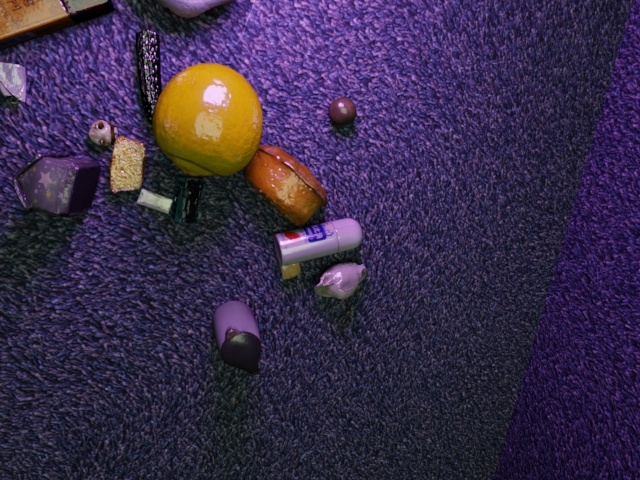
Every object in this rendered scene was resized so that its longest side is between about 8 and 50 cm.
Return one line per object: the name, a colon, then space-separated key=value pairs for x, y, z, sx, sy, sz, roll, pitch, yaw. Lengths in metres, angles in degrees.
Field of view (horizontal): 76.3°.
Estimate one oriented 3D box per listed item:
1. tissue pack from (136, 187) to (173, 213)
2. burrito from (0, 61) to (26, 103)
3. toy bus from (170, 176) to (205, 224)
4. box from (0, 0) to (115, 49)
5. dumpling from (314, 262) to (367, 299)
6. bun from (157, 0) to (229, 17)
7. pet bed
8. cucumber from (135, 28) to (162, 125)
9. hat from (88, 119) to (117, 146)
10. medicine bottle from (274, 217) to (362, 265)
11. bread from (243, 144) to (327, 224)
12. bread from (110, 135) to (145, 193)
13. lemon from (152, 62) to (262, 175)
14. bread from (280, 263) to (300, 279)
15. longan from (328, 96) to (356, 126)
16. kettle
tissue pack: x=-0.570 y=-0.135 z=1.403 sx=0.108 sy=0.023 sz=0.056 roll=19 pitch=99 yaw=-23
burrito: x=-0.898 y=-0.459 z=1.184 sx=0.075 sy=0.044 sz=0.118 roll=-4 pitch=105 yaw=-21
toy bus: x=-0.458 y=-0.142 z=1.401 sx=0.079 sy=0.092 sz=0.160 roll=-2 pitch=110 yaw=-49
box: x=-0.819 y=-0.702 z=1.099 sx=0.416 sy=0.116 sz=0.264 roll=-25 pitch=111 yaw=-9
dumpling: x=0.086 y=0.181 z=1.680 sx=0.248 sy=0.142 sz=0.172 roll=-13 pitch=145 yaw=-21
bun: x=-0.385 y=-0.833 z=1.163 sx=0.355 sy=0.194 sz=0.353 roll=-6 pitch=111 yaw=-16
pet bed: x=-0.787 y=-0.172 z=1.220 sx=0.160 sy=0.211 sz=0.183 roll=17 pitch=101 yaw=-13
cucumber: x=-0.531 y=-0.495 z=1.282 sx=0.072 sy=0.072 sz=0.299 roll=-4 pitch=107 yaw=-18
hat: x=-0.689 y=-0.336 z=1.285 sx=0.076 sy=0.059 sz=0.077 roll=21 pitch=103 yaw=-18
medicine bottle: x=0.000 y=0.000 z=1.578 sx=0.342 sy=0.130 sz=0.130 roll=-12 pitch=110 yaw=-15
bread: x=-0.115 y=-0.189 z=1.456 sx=0.194 sy=0.179 sz=0.340 roll=-46 pitch=114 yaw=0
bread: x=-0.628 y=-0.244 z=1.330 sx=0.103 sy=0.065 sz=0.187 roll=4 pitch=103 yaw=-21
lemon: x=-0.339 y=-0.362 z=1.254 sx=0.349 sy=0.348 sz=0.347 roll=-5 pitch=108 yaw=-17
bread: x=-0.120 y=0.112 z=1.625 sx=0.084 sy=0.035 sz=0.070 roll=-18 pitch=111 yaw=-20
longan: x=0.079 y=-0.464 z=1.489 sx=0.106 sy=0.106 sz=0.119 roll=2 pitch=144 yaw=-19
kettle: x=-0.297 y=0.371 z=1.524 sx=0.165 sy=0.255 sz=0.240 roll=-28 pitch=113 yaw=-11
